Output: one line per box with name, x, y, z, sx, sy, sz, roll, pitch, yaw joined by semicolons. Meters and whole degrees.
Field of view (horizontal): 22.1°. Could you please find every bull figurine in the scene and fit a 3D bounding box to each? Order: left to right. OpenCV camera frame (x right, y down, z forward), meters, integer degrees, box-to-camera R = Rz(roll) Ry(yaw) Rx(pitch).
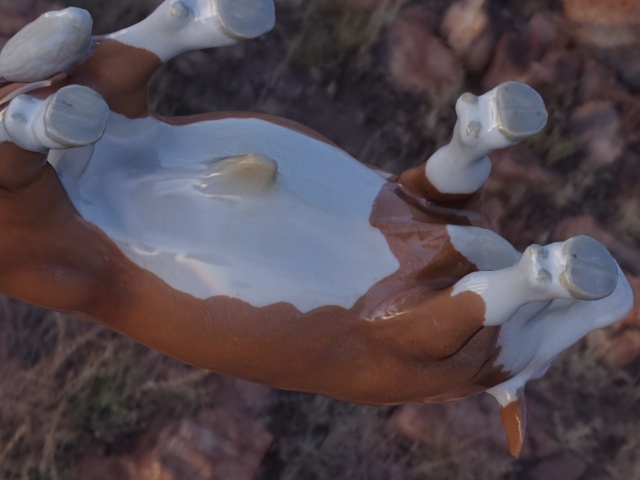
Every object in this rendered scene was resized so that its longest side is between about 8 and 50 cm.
bull figurine;0.000;0.000;0.621;0.310;0.188;0.101;12;63;-17
